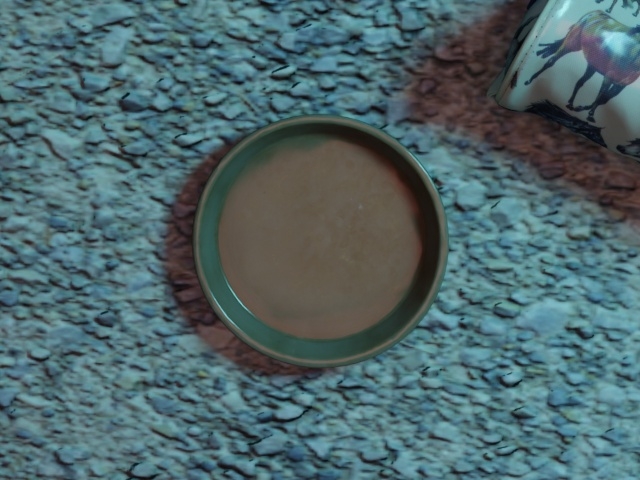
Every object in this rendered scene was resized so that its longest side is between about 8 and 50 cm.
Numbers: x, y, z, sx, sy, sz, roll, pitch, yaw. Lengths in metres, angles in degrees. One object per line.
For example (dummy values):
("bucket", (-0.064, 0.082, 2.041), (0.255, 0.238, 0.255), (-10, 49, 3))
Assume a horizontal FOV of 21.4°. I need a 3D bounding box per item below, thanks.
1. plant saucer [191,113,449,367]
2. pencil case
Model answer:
("plant saucer", (0.000, 0.000, 1.837), (0.278, 0.041, 0.278), (0, 99, 3))
("pencil case", (0.380, -0.121, 1.745), (0.410, 0.183, 0.160), (29, 71, -3))
